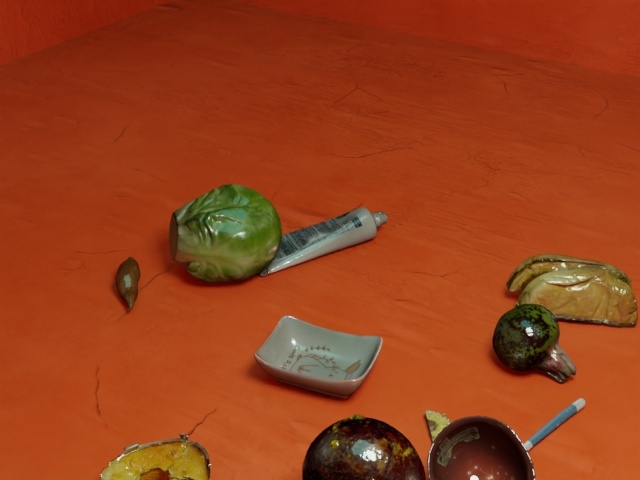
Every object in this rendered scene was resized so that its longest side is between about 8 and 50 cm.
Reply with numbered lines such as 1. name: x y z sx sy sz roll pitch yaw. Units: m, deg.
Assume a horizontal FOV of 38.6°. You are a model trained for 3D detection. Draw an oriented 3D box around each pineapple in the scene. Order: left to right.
1. pineapple: 0.209 0.326 1.595 0.045 0.019 0.083 -10 32 -2

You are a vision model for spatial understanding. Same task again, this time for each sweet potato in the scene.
1. sweet potato: -0.416 0.094 1.976 0.056 0.056 0.195 -6 36 -7

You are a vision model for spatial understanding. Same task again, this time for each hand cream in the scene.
1. hand cream: 0.000 0.000 2.116 0.340 0.078 0.124 -20 36 -15

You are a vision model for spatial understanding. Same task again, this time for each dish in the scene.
1. dish: -0.003 0.227 1.712 0.212 0.077 0.151 11 32 20

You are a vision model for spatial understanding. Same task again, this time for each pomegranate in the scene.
1. pomegranate: 0.398 0.201 1.721 0.125 0.163 0.138 -28 -4 36

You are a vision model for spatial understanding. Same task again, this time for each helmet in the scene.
1. helmet: 0.259 0.371 1.429 0.155 0.106 0.175 -46 56 -11

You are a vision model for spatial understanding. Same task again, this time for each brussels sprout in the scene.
1. brussels sprout: -0.206 -0.012 2.005 0.244 0.244 0.244 -1 31 1

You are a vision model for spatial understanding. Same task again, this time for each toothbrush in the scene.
1. toothbrush: 0.368 0.338 1.566 0.275 0.019 0.025 -27 31 -35

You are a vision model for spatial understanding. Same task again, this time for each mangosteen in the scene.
1. mangosteen: 0.059 0.375 1.355 0.192 0.192 0.217 6 36 12

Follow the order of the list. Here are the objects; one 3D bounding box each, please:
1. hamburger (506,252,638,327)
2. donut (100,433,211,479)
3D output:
1. hamburger: 0.517 0.089 1.868 0.262 0.131 0.124 6 32 3
2. donut: -0.263 0.386 1.466 0.181 0.078 0.146 -18 33 -14
